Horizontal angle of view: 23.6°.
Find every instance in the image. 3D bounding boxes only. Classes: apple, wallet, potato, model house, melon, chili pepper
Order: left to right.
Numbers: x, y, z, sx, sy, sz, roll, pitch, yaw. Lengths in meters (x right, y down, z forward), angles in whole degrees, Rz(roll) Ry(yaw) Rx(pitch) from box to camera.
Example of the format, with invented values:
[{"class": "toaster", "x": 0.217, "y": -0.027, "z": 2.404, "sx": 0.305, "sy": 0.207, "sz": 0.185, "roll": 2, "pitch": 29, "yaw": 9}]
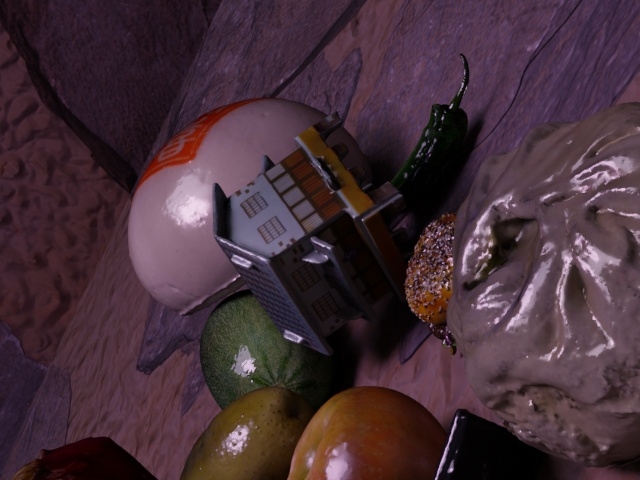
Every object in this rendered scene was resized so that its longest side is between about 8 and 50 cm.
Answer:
[{"class": "potato", "x": -0.084, "y": 0.272, "z": 1.835, "sx": 0.169, "sy": 0.143, "sz": 0.248, "roll": -76, "pitch": 14, "yaw": -44}, {"class": "melon", "x": -0.076, "y": 0.159, "z": 2.101, "sx": 0.182, "sy": 0.182, "sz": 0.288, "roll": -62, "pitch": 22, "yaw": 12}, {"class": "model house", "x": 0.000, "y": 0.000, "z": 1.906, "sx": 0.215, "sy": 0.224, "sz": 0.198, "roll": -32, "pitch": 50, "yaw": -1}, {"class": "apple", "x": 0.061, "y": 0.265, "z": 1.659, "sx": 0.235, "sy": 0.173, "sz": 0.210, "roll": -92, "pitch": 27, "yaw": -67}, {"class": "chili pepper", "x": 0.138, "y": -0.108, "z": 2.025, "sx": 0.279, "sy": 0.065, "sz": 0.122, "roll": -54, "pitch": 27, "yaw": 41}, {"class": "wallet", "x": 0.129, "y": 0.312, "z": 1.480, "sx": 0.030, "sy": 0.146, "sz": 0.285, "roll": 17, "pitch": 84, "yaw": 42}]

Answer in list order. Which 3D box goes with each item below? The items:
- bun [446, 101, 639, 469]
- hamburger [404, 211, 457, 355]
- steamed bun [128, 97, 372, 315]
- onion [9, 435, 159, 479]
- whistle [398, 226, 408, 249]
[{"class": "bun", "x": 0.240, "y": 0.029, "z": 1.398, "sx": 0.360, "sy": 0.211, "sz": 0.360, "roll": -50, "pitch": 26, "yaw": 35}, {"class": "hamburger", "x": 0.158, "y": 0.033, "z": 1.776, "sx": 0.164, "sy": 0.093, "sz": 0.189, "roll": -57, "pitch": 20, "yaw": 25}, {"class": "steamed bun", "x": -0.119, "y": -0.067, "z": 2.190, "sx": 0.374, "sy": 0.241, "sz": 0.374, "roll": -34, "pitch": 4, "yaw": 3}, {"class": "onion", "x": -0.276, "y": 0.481, "z": 1.876, "sx": 0.398, "sy": 0.420, "sz": 0.398, "roll": -39, "pitch": 19, "yaw": 16}, {"class": "whistle", "x": 0.068, "y": 0.040, "z": 2.085, "sx": 0.176, "sy": 0.033, "sz": 0.033, "roll": -48, "pitch": 27, "yaw": 43}]
